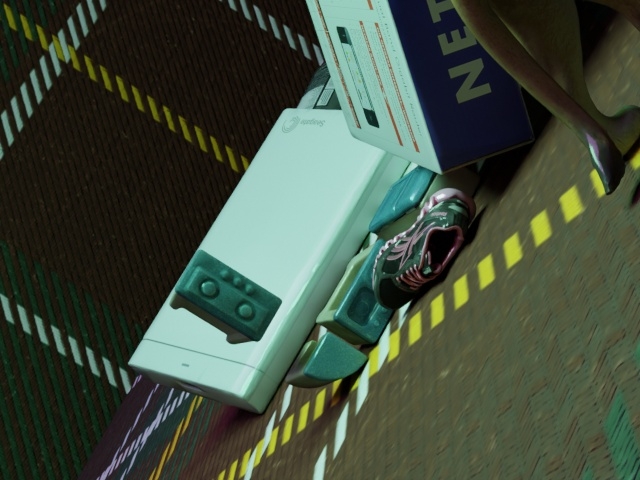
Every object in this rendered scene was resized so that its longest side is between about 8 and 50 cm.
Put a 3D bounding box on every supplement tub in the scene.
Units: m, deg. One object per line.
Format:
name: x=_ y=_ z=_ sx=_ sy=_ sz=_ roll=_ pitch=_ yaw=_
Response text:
supplement tub: x=0.021 y=-0.134 z=2.110 sx=0.117 sy=0.117 sz=0.190 roll=-52 pitch=9 yaw=38

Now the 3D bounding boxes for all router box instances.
router box: x=0.046 y=-0.236 z=1.407 sx=0.082 sy=0.335 sz=0.301 roll=-20 pitch=13 yaw=-9

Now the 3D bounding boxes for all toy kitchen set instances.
toy kitchen set: x=0.000 y=0.000 z=1.418 sx=0.207 sy=0.166 sz=0.122 roll=-60 pitch=9 yaw=-19

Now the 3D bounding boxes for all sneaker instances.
sneaker: x=0.078 y=0.015 z=1.340 sx=0.119 sy=0.047 sz=0.057 roll=-55 pitch=18 yaw=30

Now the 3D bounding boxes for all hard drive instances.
hard drive: x=-0.051 y=0.011 z=1.874 sx=0.233 sy=0.047 sz=0.353 roll=8 pitch=62 yaw=53

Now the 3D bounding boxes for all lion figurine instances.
lion figurine: x=0.165 y=-0.241 z=1.020 sx=0.392 sy=0.240 sz=0.142 roll=-61 pitch=7 yaw=-21
